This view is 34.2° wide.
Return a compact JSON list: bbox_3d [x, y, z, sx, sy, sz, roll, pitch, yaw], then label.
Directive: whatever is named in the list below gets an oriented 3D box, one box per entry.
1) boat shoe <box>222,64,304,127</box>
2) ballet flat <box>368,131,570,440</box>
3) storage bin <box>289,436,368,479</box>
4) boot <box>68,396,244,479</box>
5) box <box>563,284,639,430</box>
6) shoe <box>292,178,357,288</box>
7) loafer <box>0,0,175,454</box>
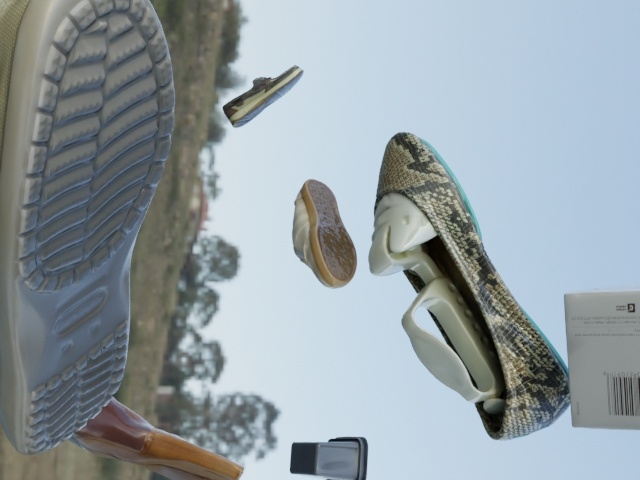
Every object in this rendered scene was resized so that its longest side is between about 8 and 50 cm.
[{"bbox_3d":[-0.097,-0.250,1.738,0.049,0.152,0.056,51,-7,8],"label":"boat shoe"},{"bbox_3d":[0.177,0.066,1.485,0.482,0.182,0.164,61,-31,11],"label":"ballet flat"},{"bbox_3d":[0.009,0.381,1.771,0.135,0.091,0.098,158,-62,-63],"label":"storage bin"},{"bbox_3d":[-0.239,0.272,1.406,0.264,0.280,0.096,100,16,-57],"label":"boot"},{"bbox_3d":[0.423,0.149,1.339,0.181,0.119,0.181,-5,-92,35],"label":"box"},{"bbox_3d":[0.000,0.000,1.450,0.058,0.077,0.219,-49,-151,26],"label":"shoe"},{"bbox_3d":[-0.139,-0.010,0.485,0.102,0.092,0.268,-37,152,-49],"label":"loafer"}]
